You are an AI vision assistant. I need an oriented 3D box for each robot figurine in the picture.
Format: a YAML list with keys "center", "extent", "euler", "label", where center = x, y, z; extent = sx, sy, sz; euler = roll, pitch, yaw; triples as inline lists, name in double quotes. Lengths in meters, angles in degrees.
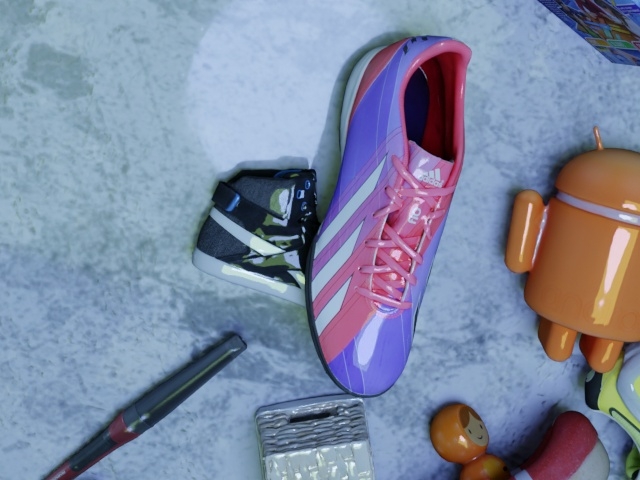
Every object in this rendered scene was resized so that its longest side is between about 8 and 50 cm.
- center: [0.269, 0.010, 0.924]
  extent: [0.128, 0.158, 0.220]
  euler: [0, 108, -48]
  label: "robot figurine"

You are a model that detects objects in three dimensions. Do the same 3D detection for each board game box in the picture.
- center: [0.249, -0.198, 0.834]
  extent: [0.136, 0.201, 0.035]
  euler: [35, 97, -14]
  label: "board game box"

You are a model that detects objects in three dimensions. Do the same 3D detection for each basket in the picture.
- center: [0.003, 0.249, 0.960]
  extent: [0.113, 0.103, 0.167]
  euler: [-8, 105, -4]
  label: "basket"

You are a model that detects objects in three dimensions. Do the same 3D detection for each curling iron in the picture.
- center: [-0.174, 0.186, 0.960]
  extent: [0.274, 0.035, 0.068]
  euler: [-45, 108, 5]
  label: "curling iron"

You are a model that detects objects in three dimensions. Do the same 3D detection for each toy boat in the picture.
- center: [0.163, 0.231, 0.973]
  extent: [0.231, 0.151, 0.151]
  euler: [-29, 76, 0]
  label: "toy boat"

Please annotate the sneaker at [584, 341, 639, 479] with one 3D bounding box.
- center: [0.402, 0.241, 1.011]
  extent: [0.147, 0.145, 0.385]
  euler: [-21, 110, 30]
  label: "sneaker"

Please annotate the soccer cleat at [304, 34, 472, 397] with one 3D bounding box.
- center: [0.064, -0.023, 0.848]
  extent: [0.108, 0.116, 0.319]
  euler: [13, 81, -26]
  label: "soccer cleat"

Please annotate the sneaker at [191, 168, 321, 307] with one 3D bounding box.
- center: [0.000, 0.000, 0.914]
  extent: [0.216, 0.079, 0.121]
  euler: [18, 100, -10]
  label: "sneaker"
